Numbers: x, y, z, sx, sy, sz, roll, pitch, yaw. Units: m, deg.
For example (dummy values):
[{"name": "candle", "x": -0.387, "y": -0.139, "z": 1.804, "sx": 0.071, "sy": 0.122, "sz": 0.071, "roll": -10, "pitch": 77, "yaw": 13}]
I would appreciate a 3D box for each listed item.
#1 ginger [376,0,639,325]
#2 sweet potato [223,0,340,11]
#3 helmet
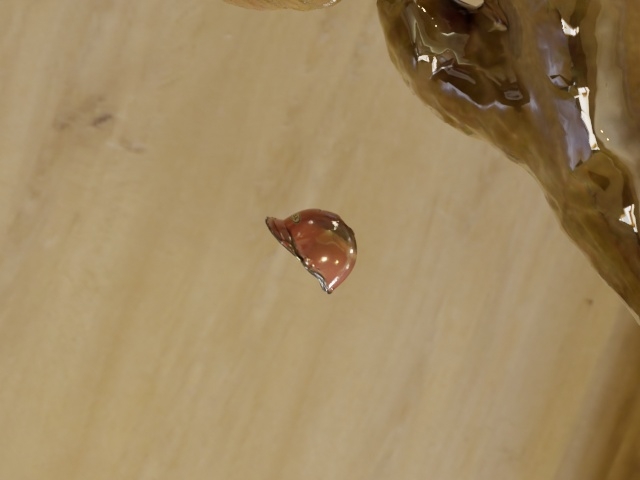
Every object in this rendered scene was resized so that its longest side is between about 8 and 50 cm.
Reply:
[{"name": "ginger", "x": 0.092, "y": -0.124, "z": 0.437, "sx": 0.080, "sy": 0.166, "sz": 0.332, "roll": -23, "pitch": 116, "yaw": -47}, {"name": "sweet potato", "x": -0.013, "y": -0.128, "z": 0.582, "sx": 0.060, "sy": 0.206, "sz": 0.068, "roll": -9, "pitch": 93, "yaw": -26}, {"name": "helmet", "x": 0.000, "y": -0.002, "z": 1.109, "sx": 0.049, "sy": 0.065, "sz": 0.084, "roll": -38, "pitch": 119, "yaw": 10}]
